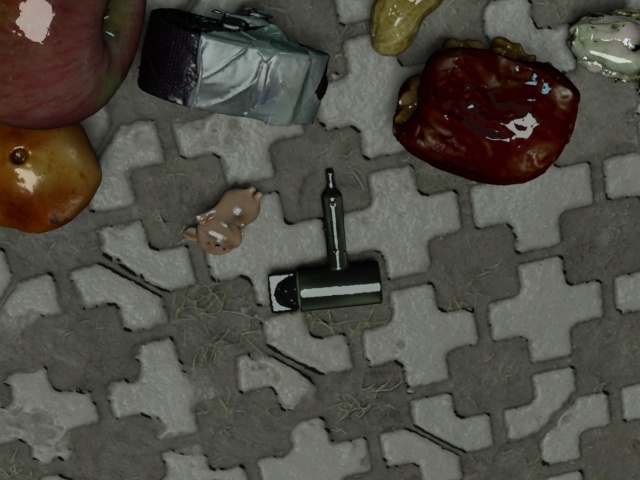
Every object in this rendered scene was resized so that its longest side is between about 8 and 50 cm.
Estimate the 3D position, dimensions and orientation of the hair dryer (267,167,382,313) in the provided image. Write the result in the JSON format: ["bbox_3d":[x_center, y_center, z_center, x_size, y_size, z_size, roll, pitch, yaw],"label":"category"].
[{"bbox_3d":[0.000,0.000,1.812,0.196,0.078,0.248,-5,104,-2],"label":"hair dryer"}]

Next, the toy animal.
[{"bbox_3d":[-0.154,-0.032,1.776,0.150,0.089,0.083,-44,90,17],"label":"toy animal"}]

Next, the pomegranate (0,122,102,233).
[{"bbox_3d":[-0.452,-0.113,1.644,0.209,0.209,0.209,-2,114,-4],"label":"pomegranate"}]

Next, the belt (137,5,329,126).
[{"bbox_3d":[-0.126,-0.275,1.612,0.289,0.184,0.164,12,107,-16],"label":"belt"}]

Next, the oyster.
[{"bbox_3d":[0.491,-0.316,1.716,0.163,0.081,0.191,-10,132,25],"label":"oyster"}]

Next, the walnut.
[{"bbox_3d":[0.262,-0.218,1.668,0.269,0.222,0.244,18,79,-4],"label":"walnut"}]

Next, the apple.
[{"bbox_3d":[-0.405,-0.332,1.498,0.269,0.345,0.344,13,113,11],"label":"apple"}]

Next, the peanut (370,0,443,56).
[{"bbox_3d":[0.138,-0.375,1.644,0.089,0.089,0.193,31,103,-17],"label":"peanut"}]
